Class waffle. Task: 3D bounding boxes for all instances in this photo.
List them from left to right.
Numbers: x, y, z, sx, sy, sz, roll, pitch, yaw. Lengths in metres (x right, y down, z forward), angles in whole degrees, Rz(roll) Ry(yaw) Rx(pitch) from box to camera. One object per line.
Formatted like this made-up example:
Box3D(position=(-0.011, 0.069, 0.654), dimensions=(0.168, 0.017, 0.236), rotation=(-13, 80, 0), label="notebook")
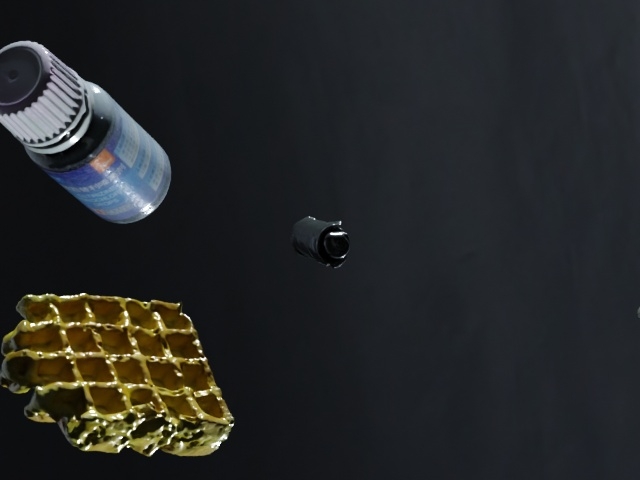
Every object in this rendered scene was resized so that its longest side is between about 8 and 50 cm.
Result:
Box3D(position=(-0.198, 0.124, 1.468), dimensions=(0.211, 0.055, 0.160), rotation=(6, 43, -40), label="waffle")

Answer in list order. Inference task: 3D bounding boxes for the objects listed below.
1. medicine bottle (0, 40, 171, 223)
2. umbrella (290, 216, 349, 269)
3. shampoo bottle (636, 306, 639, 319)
Box3D(position=(-0.199, -0.088, 1.302), dimensions=(0.203, 0.083, 0.083), rotation=(49, 45, -57), label="medicine bottle")
Box3D(position=(0.000, 0.002, 1.317), dimensions=(0.133, 0.031, 0.036), rotation=(-163, -129, -79), label="umbrella")
Box3D(position=(0.456, 0.132, 1.976), dimensions=(0.162, 0.079, 0.079), rotation=(38, 46, -13), label="shampoo bottle")
